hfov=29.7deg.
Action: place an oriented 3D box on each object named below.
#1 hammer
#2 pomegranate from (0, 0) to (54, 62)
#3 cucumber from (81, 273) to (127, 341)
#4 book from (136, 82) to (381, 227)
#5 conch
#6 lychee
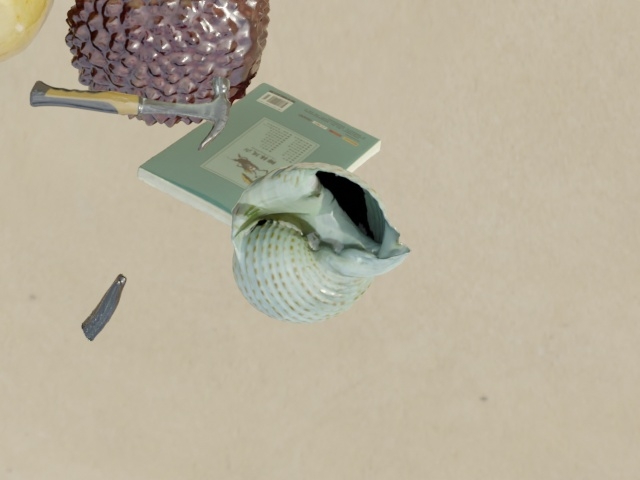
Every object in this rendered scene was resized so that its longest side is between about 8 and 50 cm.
[{"bbox_3d":[-0.191,-0.134,1.219,0.201,0.078,0.021,3,166,-12],"label":"hammer"},{"bbox_3d":[-0.526,-0.415,1.702,0.342,0.342,0.342,4,133,4],"label":"pomegranate"},{"bbox_3d":[-0.346,0.110,1.946,0.034,0.033,0.135,37,119,-7],"label":"cucumber"},{"bbox_3d":[-0.095,-0.141,2.042,0.264,0.379,0.031,28,130,18],"label":"book"},{"bbox_3d":[0.000,-0.002,1.263,0.200,0.131,0.172,-10,100,13],"label":"conch"},{"bbox_3d":[-0.216,-0.328,1.796,0.330,0.306,0.306,-17,137,-22],"label":"lychee"}]
